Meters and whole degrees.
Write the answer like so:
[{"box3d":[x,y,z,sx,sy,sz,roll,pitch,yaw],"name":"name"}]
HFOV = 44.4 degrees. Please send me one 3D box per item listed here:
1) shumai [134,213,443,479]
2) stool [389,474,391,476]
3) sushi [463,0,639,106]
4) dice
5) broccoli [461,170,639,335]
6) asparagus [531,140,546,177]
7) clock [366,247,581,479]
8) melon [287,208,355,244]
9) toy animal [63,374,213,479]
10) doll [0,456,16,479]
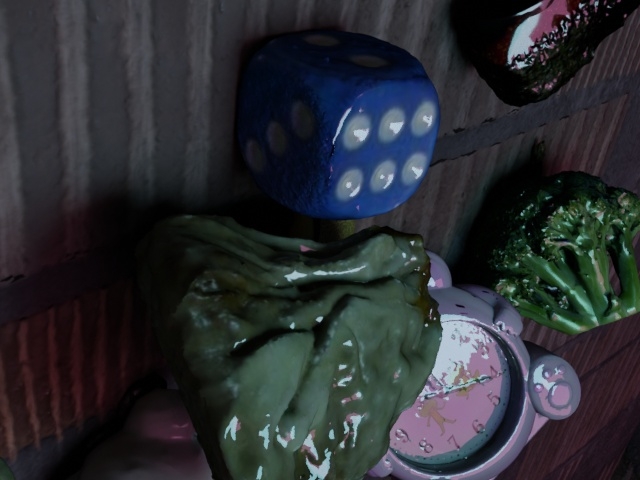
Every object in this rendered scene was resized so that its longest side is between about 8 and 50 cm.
[{"box3d":[0.002,0.095,0.694,0.264,0.304,0.309,-22,111,-14],"name":"shumai"},{"box3d":[0.117,0.253,1.188,0.139,0.227,0.153,29,140,-35],"name":"stool"},{"box3d":[0.261,-0.264,0.894,0.225,0.136,0.126,-42,136,-8],"name":"sushi"},{"box3d":[0.016,-0.111,0.735,0.143,0.146,0.146,-19,129,-36],"name":"dice"},{"box3d":[0.352,0.024,1.166,0.295,0.245,0.265,-26,162,5],"name":"broccoli"},{"box3d":[0.349,-0.080,1.252,0.023,0.022,0.232,-17,143,3],"name":"asparagus"},{"box3d":[0.148,0.189,1.037,0.295,0.113,0.322,-46,104,-5],"name":"clock"},{"box3d":[0.000,0.000,0.865,0.128,0.079,0.160,-3,121,-47],"name":"melon"},{"box3d":[-0.122,0.338,0.777,0.194,0.357,0.257,-13,127,-40],"name":"toy animal"},{"box3d":[-0.352,0.241,0.622,0.234,0.135,0.143,-34,139,-20],"name":"doll"}]
